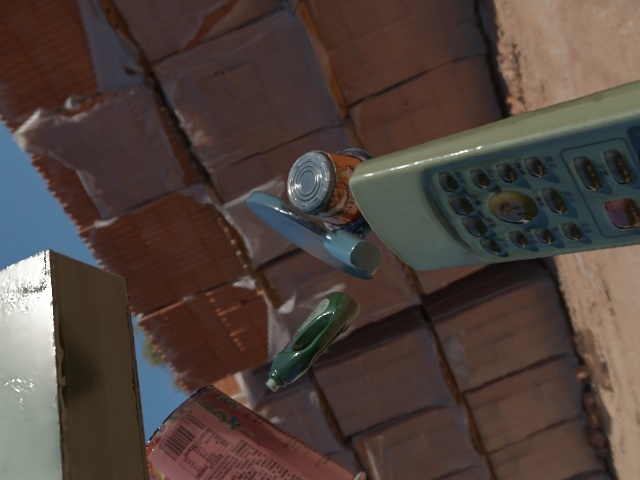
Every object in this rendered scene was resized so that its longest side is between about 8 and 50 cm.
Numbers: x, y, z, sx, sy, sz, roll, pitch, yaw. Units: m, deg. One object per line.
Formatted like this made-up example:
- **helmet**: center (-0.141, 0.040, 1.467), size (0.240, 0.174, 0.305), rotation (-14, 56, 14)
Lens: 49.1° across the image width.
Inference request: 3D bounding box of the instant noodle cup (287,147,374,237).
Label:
- **instant noodle cup**: center (0.017, -0.105, 1.366), size (0.126, 0.177, 0.208), rotation (10, -153, -44)

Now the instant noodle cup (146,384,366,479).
- **instant noodle cup**: center (-0.103, 0.324, 0.864), size (0.231, 0.243, 0.243), rotation (32, 173, 14)

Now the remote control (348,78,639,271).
- **remote control**: center (0.157, -0.035, 0.484), size (0.123, 0.286, 0.038), rotation (52, -136, -33)

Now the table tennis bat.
- **table tennis bat**: center (0.000, 0.000, 0.995), size (0.215, 0.044, 0.329), rotation (37, 173, -20)

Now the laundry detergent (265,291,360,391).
- **laundry detergent**: center (-0.020, 0.186, 1.265), size (0.063, 0.211, 0.137), rotation (46, 162, -9)

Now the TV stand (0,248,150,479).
- **TV stand**: center (-0.164, 0.150, 0.434), size (0.083, 0.088, 0.269), rotation (36, -143, -59)
